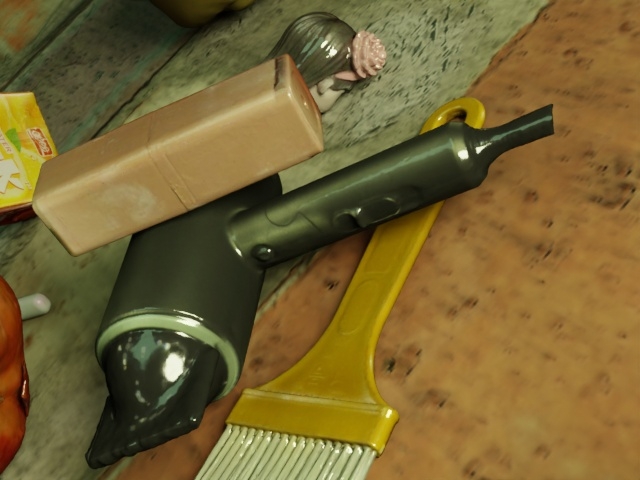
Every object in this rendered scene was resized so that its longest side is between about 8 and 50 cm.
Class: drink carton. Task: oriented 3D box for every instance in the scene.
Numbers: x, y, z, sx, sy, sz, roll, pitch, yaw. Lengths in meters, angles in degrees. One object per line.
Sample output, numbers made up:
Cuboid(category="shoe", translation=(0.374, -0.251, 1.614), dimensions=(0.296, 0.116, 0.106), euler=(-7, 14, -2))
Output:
Cuboid(category="drink carton", translation=(-0.286, -0.050, 0.732), dimensions=(0.071, 0.096, 0.223), euler=(-23, 0, 25))

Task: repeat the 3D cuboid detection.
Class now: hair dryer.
Cuboid(category="hair dryer", translation=(0.000, 0.000, 0.494), dimensions=(0.248, 0.078, 0.196), euler=(-24, 35, 26))

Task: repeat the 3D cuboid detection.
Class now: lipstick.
Cuboid(category="lipstick", translation=(-0.072, -0.042, 0.514), dimensions=(0.145, 0.045, 0.045), euler=(-22, 38, 14))

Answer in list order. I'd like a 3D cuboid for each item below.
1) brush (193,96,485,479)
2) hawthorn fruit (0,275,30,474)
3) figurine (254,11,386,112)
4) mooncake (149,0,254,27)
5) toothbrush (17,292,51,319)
Cuboid(category="brush", translation=(0.024, 0.027, 0.510), dimensions=(0.103, 0.013, 0.272), euler=(-2, 51, 44))
Cuboid(category="hawthorn fruit", translation=(-0.313, 0.101, 0.600), dimensions=(0.299, 0.211, 0.211), euler=(-18, 41, 33))
Cuboid(category="figurine", translation=(-0.020, -0.092, 0.649), dimensions=(0.129, 0.054, 0.072), euler=(-47, 38, -2))
Cuboid(category="mooncake", translation=(-0.067, -0.269, 0.819), dimensions=(0.235, 0.117, 0.235), euler=(-47, 17, 19))
Cuboid(category="toothbrush", translation=(-0.292, 0.068, 0.781), dimensions=(0.257, 0.018, 0.024), euler=(-14, 46, 36))
